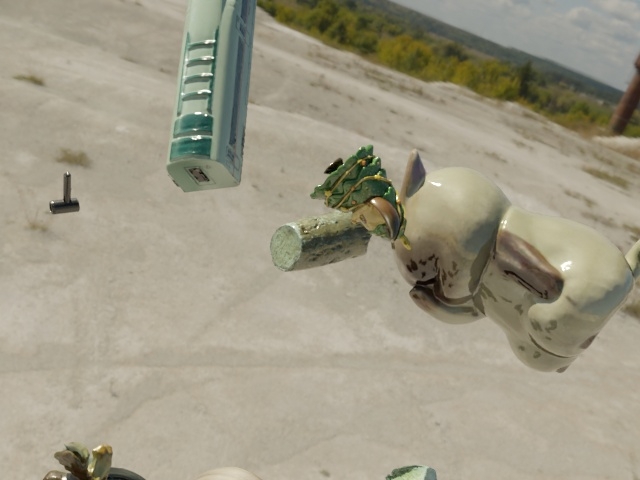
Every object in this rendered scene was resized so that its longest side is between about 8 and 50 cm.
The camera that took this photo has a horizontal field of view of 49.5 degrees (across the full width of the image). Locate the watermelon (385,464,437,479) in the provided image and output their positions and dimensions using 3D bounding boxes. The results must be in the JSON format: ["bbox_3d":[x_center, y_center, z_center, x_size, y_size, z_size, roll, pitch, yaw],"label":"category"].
[{"bbox_3d":[0.072,0.318,0.745,0.081,0.180,0.094,43,38,-12],"label":"watermelon"}]

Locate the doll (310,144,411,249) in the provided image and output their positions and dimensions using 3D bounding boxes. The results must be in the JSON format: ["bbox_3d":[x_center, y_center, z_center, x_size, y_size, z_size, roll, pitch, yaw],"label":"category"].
[{"bbox_3d":[0.057,-0.046,0.688,0.113,0.076,0.078,32,5,5],"label":"doll"}]

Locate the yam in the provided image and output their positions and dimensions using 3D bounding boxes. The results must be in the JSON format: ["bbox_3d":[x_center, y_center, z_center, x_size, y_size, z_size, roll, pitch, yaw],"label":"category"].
[{"bbox_3d":[0.000,0.000,1.411,0.194,0.107,0.107,-13,36,-30],"label":"yam"}]

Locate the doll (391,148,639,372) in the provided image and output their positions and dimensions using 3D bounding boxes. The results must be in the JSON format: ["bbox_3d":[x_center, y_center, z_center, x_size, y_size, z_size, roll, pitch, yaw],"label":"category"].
[{"bbox_3d":[0.262,0.038,0.980,0.370,0.226,0.215,22,-13,15],"label":"doll"}]

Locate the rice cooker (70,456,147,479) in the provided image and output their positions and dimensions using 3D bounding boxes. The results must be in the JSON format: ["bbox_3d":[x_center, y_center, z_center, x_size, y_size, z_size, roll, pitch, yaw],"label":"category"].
[{"bbox_3d":[-0.473,0.610,1.450,0.264,0.316,0.316,3,27,-32],"label":"rice cooker"}]

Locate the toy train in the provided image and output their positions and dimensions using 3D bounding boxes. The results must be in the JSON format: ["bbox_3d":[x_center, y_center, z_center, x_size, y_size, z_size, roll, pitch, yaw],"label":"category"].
[{"bbox_3d":[-0.147,-0.267,0.954,0.086,0.407,0.088,-5,-24,16],"label":"toy train"}]

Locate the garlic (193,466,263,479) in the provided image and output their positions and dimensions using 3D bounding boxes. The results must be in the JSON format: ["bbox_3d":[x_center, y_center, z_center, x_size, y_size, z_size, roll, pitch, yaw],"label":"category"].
[{"bbox_3d":[-0.037,0.312,0.655,0.207,0.207,0.257,28,-3,17],"label":"garlic"}]

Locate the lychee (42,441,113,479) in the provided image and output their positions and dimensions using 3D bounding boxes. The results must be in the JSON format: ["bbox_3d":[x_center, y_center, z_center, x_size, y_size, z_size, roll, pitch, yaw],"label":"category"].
[{"bbox_3d":[-0.367,0.498,1.076,0.270,0.270,0.320,1,53,-45],"label":"lychee"}]

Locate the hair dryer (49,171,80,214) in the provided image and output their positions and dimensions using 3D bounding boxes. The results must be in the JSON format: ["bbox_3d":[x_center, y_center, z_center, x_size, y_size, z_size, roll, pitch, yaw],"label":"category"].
[{"bbox_3d":[-0.434,-0.080,1.179,0.047,0.083,0.026,-11,48,-33],"label":"hair dryer"}]
